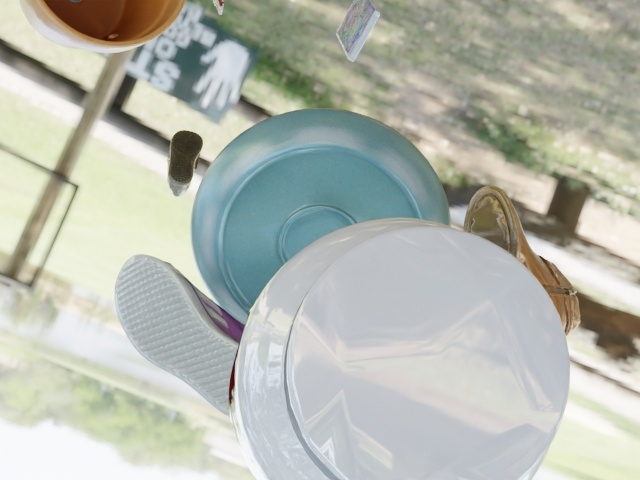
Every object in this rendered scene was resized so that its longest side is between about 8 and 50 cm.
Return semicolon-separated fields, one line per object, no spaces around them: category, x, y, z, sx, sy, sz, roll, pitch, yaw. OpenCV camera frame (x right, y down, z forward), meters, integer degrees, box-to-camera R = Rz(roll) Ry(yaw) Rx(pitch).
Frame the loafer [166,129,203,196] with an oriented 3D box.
loafer;-0.234;-0.130;2.096;0.056;0.148;0.050;19;131;-7

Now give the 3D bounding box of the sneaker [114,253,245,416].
sneaker;-0.121;0.124;1.491;0.282;0.102;0.161;42;-166;29

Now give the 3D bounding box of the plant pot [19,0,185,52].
plant pot;-0.393;-0.448;2.137;0.291;0.291;0.203;26;163;-23

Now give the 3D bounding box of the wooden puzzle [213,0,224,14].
wooden puzzle;-0.191;-0.447;2.300;0.006;0.049;0.083;-22;170;-13

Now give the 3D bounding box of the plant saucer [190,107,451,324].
plant saucer;0.000;0.000;1.500;0.317;0.317;0.044;23;-160;-8

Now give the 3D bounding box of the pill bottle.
pill bottle;0.047;0.110;0.941;0.229;0.229;0.408;22;169;-1

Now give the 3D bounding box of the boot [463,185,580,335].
boot;0.240;0.030;1.464;0.073;0.197;0.152;-13;177;36

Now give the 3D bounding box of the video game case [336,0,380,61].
video game case;0.058;-0.338;1.950;0.011;0.087;0.122;22;-158;-20
